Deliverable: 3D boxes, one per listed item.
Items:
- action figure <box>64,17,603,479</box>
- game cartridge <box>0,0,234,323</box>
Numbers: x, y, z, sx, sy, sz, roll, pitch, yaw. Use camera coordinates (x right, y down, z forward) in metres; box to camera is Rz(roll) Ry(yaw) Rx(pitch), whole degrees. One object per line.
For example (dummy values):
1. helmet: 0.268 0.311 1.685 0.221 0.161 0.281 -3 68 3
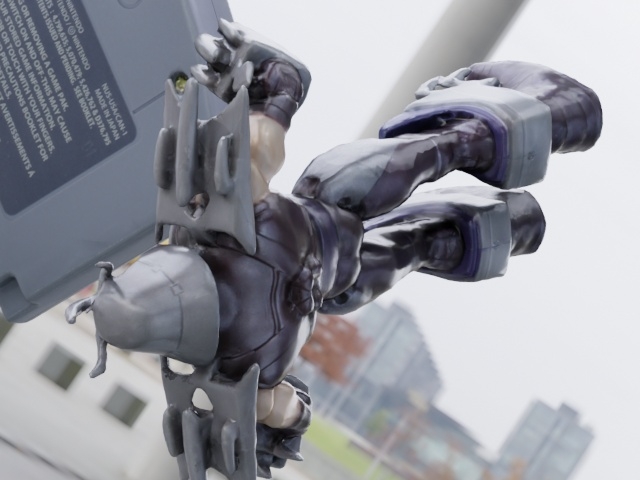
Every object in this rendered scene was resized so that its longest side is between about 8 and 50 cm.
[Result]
1. action figure: 0.000 0.000 0.705 0.099 0.185 0.285 24 27 32
2. game cartridge: -0.153 -0.127 0.962 0.062 0.198 0.297 4 60 -67
